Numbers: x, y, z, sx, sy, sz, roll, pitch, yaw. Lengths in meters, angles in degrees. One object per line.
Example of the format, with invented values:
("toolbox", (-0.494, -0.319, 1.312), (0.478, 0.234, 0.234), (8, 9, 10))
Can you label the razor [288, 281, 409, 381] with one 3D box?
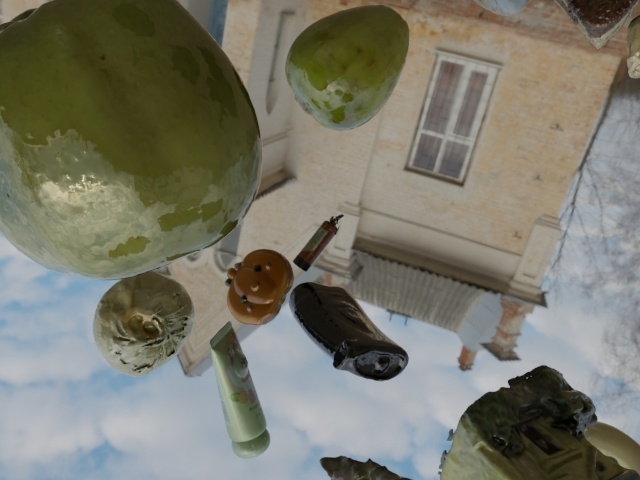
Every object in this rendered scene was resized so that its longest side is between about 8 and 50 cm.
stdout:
("razor", (0.058, 0.220, 1.377), (0.204, 0.114, 0.349), (16, -165, -32))

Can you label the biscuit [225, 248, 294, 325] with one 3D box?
("biscuit", (-0.142, 0.093, 1.196), (0.170, 0.170, 0.050), (30, 180, 34))

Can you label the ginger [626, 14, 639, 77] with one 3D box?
("ginger", (0.553, -0.367, 0.868), (0.075, 0.288, 0.089), (46, 163, -23))

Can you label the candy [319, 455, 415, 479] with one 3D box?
("candy", (0.100, 0.386, 0.738), (0.195, 0.137, 0.184), (37, 159, -22))

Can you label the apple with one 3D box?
("apple", (-0.322, -0.172, 0.901), (0.473, 0.474, 0.474), (11, -157, -5))

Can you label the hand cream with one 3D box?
("hand cream", (-0.194, 0.351, 1.303), (0.093, 0.306, 0.147), (-13, -172, 12))

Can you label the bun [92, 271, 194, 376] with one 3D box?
("bun", (-0.469, 0.225, 1.531), (0.287, 0.288, 0.146), (-4, -176, -35))

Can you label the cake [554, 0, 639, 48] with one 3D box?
("cake", (0.449, -0.452, 1.028), (0.246, 0.135, 0.112), (27, -174, 17))

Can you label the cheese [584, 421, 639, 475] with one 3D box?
("cheese", (0.732, 0.616, 1.493), (0.233, 0.266, 0.127), (20, -172, 20))

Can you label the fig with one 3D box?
("fig", (0.077, -0.414, 1.317), (0.326, 0.258, 0.258), (-40, -136, -12))

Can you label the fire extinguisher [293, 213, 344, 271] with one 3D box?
("fire extinguisher", (0.000, 0.000, 1.462), (0.050, 0.177, 0.062), (37, -178, -12))

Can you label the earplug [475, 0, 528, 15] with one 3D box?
("earplug", (0.245, -0.503, 0.875), (0.174, 0.326, 0.214), (-15, 166, 28))

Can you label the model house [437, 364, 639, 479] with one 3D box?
("model house", (0.379, 0.385, 0.875), (0.321, 0.261, 0.266), (-6, -151, -30))
